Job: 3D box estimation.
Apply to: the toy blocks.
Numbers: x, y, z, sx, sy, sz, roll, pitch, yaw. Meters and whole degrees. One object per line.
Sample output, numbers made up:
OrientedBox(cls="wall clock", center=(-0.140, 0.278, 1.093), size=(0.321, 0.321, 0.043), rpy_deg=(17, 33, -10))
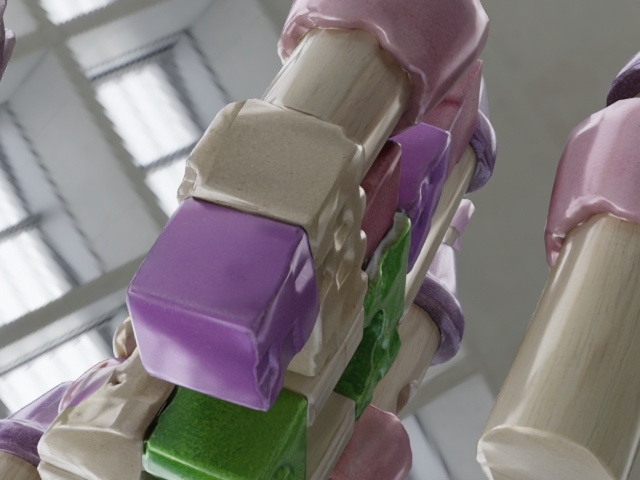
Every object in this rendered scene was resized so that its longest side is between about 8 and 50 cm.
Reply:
OrientedBox(cls="toy blocks", center=(0.000, 0.000, 0.645), size=(0.309, 0.288, 0.260), rpy_deg=(19, -126, 14))
